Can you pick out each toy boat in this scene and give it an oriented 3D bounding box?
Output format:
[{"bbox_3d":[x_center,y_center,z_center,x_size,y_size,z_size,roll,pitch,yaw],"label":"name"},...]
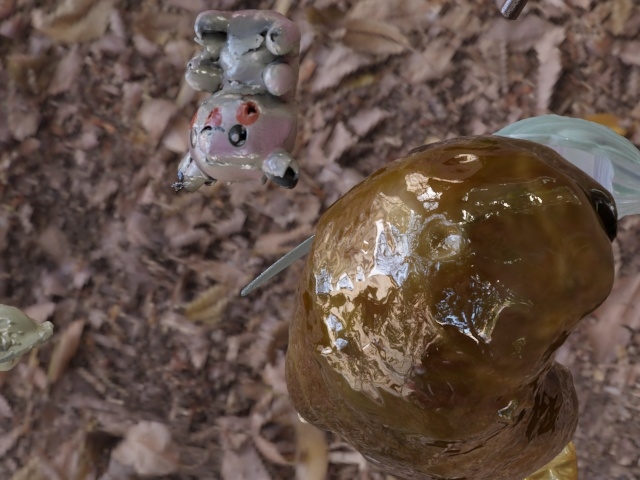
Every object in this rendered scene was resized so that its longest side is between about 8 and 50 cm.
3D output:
[{"bbox_3d":[0.332,-0.100,1.809,0.290,0.199,0.100,8,56,12],"label":"toy boat"}]

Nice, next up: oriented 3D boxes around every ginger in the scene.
[{"bbox_3d":[0.067,0.050,0.734,0.172,0.321,0.165,2,66,7],"label":"ginger"}]

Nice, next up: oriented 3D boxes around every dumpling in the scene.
[{"bbox_3d":[-0.250,0.074,1.016,0.057,0.076,0.052,-2,65,61],"label":"dumpling"}]

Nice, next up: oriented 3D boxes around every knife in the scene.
[{"bbox_3d":[0.001,-0.001,1.651,0.034,0.260,0.063,51,142,7],"label":"knife"}]

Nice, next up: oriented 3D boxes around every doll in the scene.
[{"bbox_3d":[-0.074,-0.135,1.287,0.149,0.095,0.192,8,85,33],"label":"doll"}]

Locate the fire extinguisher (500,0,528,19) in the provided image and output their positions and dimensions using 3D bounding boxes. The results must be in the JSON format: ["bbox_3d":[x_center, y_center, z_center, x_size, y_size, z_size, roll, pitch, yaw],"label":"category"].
[{"bbox_3d":[0.291,-0.377,1.800,0.035,0.049,0.173,-83,17,-47],"label":"fire extinguisher"}]

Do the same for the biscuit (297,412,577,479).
[{"bbox_3d":[0.147,0.190,1.440,0.309,0.204,0.040,23,130,15],"label":"biscuit"}]
